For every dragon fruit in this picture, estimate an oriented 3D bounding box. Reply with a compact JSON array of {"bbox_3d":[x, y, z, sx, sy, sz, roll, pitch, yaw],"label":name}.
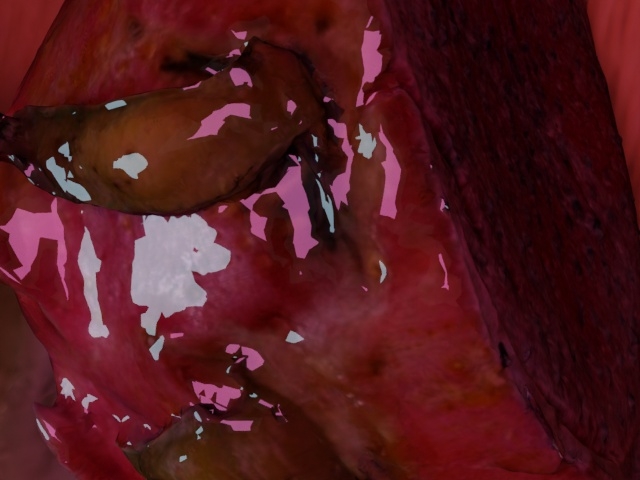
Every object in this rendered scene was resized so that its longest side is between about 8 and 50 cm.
[{"bbox_3d":[0.000,0.000,0.458,0.147,0.211,0.282,-14,83,25],"label":"dragon fruit"}]

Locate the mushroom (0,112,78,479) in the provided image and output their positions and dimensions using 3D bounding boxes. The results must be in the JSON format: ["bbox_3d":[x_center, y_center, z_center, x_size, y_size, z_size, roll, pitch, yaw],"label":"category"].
[{"bbox_3d":[-0.184,0.009,0.540,0.212,0.292,0.217,-27,37,-2],"label":"mushroom"}]
